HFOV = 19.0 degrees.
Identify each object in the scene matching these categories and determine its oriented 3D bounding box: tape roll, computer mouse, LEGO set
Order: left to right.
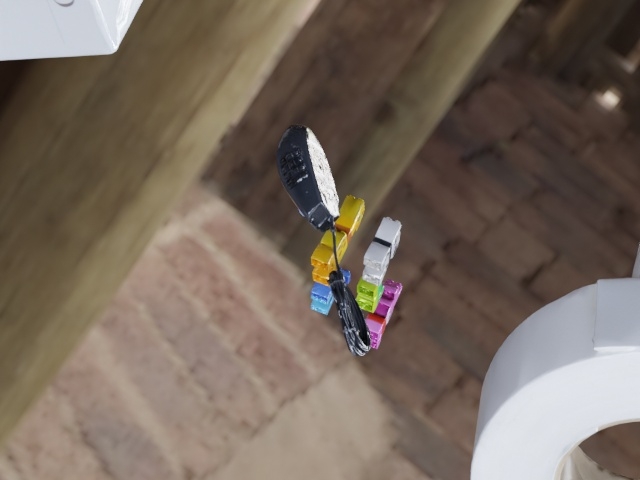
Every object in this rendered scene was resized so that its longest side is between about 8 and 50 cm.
[{"bbox_3d":[0.000,0.000,1.851,0.071,0.041,0.242,37,36,-65],"label":"computer mouse"},{"bbox_3d":[0.040,0.015,1.957,0.087,0.093,0.227,22,-22,9],"label":"LEGO set"},{"bbox_3d":[0.264,0.170,1.532,0.286,0.286,0.100,31,34,-10],"label":"tape roll"}]

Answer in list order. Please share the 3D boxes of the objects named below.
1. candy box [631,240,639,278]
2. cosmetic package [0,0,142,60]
[{"bbox_3d":[0.411,0.067,1.921,0.196,0.165,0.070,17,-17,-4],"label":"candy box"},{"bbox_3d":[-0.382,-0.275,1.587,0.453,0.230,0.161,-2,41,19],"label":"cosmetic package"}]
